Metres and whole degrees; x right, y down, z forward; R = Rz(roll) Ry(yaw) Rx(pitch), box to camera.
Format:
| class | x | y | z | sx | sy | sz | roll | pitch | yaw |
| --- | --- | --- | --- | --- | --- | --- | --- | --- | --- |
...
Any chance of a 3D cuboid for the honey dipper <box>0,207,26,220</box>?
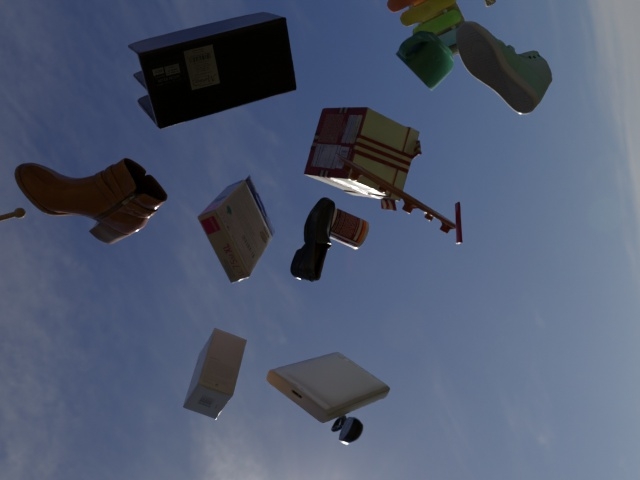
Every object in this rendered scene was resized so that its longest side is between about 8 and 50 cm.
| class | x | y | z | sx | sy | sz | roll | pitch | yaw |
| --- | --- | --- | --- | --- | --- | --- | --- | --- | --- |
| honey dipper | -0.566 | -0.027 | 1.083 | 0.030 | 0.160 | 0.030 | -15 | -90 | -88 |

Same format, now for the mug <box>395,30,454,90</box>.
| class | x | y | z | sx | sy | sz | roll | pitch | yaw |
| --- | --- | --- | --- | --- | --- | --- | --- | --- | --- |
| mug | 0.258 | -0.440 | 1.576 | 0.129 | 0.097 | 0.158 | 44 | -165 | -4 |

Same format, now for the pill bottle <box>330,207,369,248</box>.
| class | x | y | z | sx | sy | sz | roll | pitch | yaw |
| --- | --- | --- | --- | --- | --- | --- | --- | --- | --- |
| pill bottle | 0.053 | -0.042 | 1.838 | 0.152 | 0.086 | 0.086 | 23 | -122 | -14 |

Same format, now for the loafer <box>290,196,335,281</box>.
| class | x | y | z | sx | sy | sz | roll | pitch | yaw |
| --- | --- | --- | --- | --- | --- | --- | --- | --- | --- |
| loafer | 0.000 | 0.000 | 1.281 | 0.062 | 0.061 | 0.170 | 18 | -91 | -50 |

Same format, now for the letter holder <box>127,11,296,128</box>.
| class | x | y | z | sx | sy | sz | roll | pitch | yaw |
| --- | --- | --- | --- | --- | --- | --- | --- | --- | --- |
| letter holder | -0.236 | -0.371 | 1.367 | 0.302 | 0.214 | 0.152 | -20 | -57 | -18 |

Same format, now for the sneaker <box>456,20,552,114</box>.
| class | x | y | z | sx | sy | sz | roll | pitch | yaw |
| --- | --- | --- | --- | --- | --- | --- | --- | --- | --- |
| sneaker | 0.431 | -0.424 | 1.530 | 0.256 | 0.094 | 0.151 | 47 | -125 | -3 |

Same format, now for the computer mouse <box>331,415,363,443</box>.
| class | x | y | z | sx | sy | sz | roll | pitch | yaw |
| --- | --- | --- | --- | --- | --- | --- | --- | --- | --- |
| computer mouse | 0.072 | 0.507 | 1.763 | 0.041 | 0.242 | 0.071 | 29 | -104 | -3 |

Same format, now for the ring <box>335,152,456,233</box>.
| class | x | y | z | sx | sy | sz | roll | pitch | yaw |
| --- | --- | --- | --- | --- | --- | --- | --- | --- | --- |
| ring | 0.174 | -0.105 | 1.517 | 0.336 | 0.336 | 0.032 | 20 | -77 | -54 |

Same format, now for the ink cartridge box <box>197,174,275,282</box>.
| class | x | y | z | sx | sy | sz | roll | pitch | yaw |
| --- | --- | --- | --- | --- | --- | --- | --- | --- | --- |
| ink cartridge box | -0.205 | -0.039 | 1.684 | 0.186 | 0.065 | 0.311 | 65 | -161 | -16 |

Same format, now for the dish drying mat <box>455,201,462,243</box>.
| class | x | y | z | sx | sy | sz | roll | pitch | yaw |
| --- | --- | --- | --- | --- | --- | --- | --- | --- | --- |
| dish drying mat | 0.281 | -0.036 | 1.334 | 0.032 | 0.008 | 0.083 | 105 | 164 | -85 |

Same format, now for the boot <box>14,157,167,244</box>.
| class | x | y | z | sx | sy | sz | roll | pitch | yaw |
| --- | --- | --- | --- | --- | --- | --- | --- | --- | --- |
| boot | -0.494 | -0.114 | 1.427 | 0.283 | 0.220 | 0.109 | 42 | -142 | -24 |

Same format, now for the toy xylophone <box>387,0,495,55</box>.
| class | x | y | z | sx | sy | sz | roll | pitch | yaw |
| --- | --- | --- | --- | --- | --- | --- | --- | --- | --- |
| toy xylophone | 0.304 | -0.635 | 1.709 | 0.322 | 0.236 | 0.081 | 44 | -139 | -26 |

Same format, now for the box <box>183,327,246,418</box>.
| class | x | y | z | sx | sy | sz | roll | pitch | yaw |
| --- | --- | --- | --- | --- | --- | --- | --- | --- | --- |
| box | -0.262 | 0.331 | 1.636 | 0.091 | 0.130 | 0.170 | 23 | -137 | -12 |

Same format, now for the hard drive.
| class | x | y | z | sx | sy | sz | roll | pitch | yaw |
| --- | --- | --- | --- | --- | --- | --- | --- | --- | --- |
| hard drive | 0.027 | 0.383 | 1.750 | 0.307 | 0.203 | 0.040 | -2 | -63 | -55 |

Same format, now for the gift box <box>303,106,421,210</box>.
| class | x | y | z | sx | sy | sz | roll | pitch | yaw |
| --- | --- | --- | --- | --- | --- | --- | --- | --- | --- |
| gift box | 0.143 | -0.246 | 1.983 | 0.258 | 0.276 | 0.255 | 17 | -87 | -39 |
